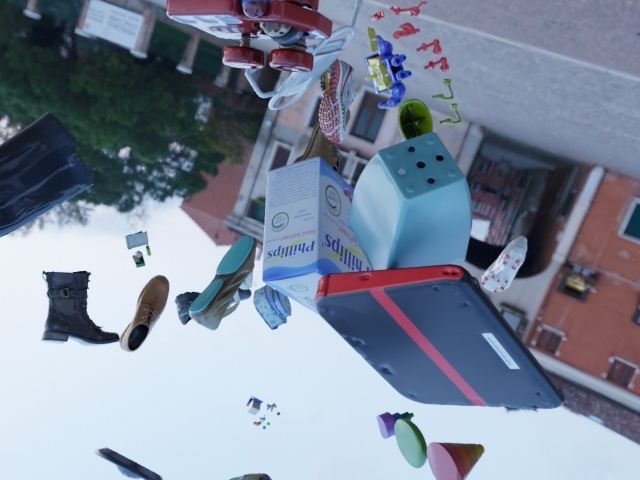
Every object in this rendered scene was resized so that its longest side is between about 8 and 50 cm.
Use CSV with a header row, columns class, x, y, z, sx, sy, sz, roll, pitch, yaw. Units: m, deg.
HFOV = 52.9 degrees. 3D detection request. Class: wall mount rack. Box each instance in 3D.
class,x,y,z,sx,sy,sz,roll,pitch,yaw
wall mount rack,-0.019,-0.487,1.651,0.304,0.350,0.130,-27,-95,-40

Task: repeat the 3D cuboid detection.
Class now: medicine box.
class,x,y,z,sx,sy,sz,roll,pitch,yaw
medicine box,0.000,0.000,1.512,0.149,0.289,0.263,-14,151,27

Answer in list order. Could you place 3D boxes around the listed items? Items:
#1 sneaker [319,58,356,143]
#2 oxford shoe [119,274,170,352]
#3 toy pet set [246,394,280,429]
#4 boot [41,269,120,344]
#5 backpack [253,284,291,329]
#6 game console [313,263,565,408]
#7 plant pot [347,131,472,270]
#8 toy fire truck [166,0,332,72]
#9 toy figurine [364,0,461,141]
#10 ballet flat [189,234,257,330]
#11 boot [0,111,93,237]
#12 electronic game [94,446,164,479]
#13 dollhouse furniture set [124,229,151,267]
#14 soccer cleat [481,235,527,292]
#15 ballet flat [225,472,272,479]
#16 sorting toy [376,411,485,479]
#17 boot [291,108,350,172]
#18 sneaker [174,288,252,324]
class,x,y,z,sx,sy,sz,roll,pitch,yaw
sneaker,0.056,-0.368,1.696,0.092,0.225,0.088,4,178,-35
oxford shoe,-0.434,0.188,1.629,0.076,0.212,0.076,27,167,-23
toy pet set,-0.220,0.630,2.401,0.114,0.122,0.065,30,-146,-18
boot,-0.727,0.204,1.973,0.263,0.229,0.091,14,160,-38
backpack,-0.137,0.182,1.860,0.114,0.084,0.105,53,-166,-26
game console,0.201,0.180,1.146,0.342,0.060,0.386,-12,132,42
plant pot,0.155,-0.060,1.085,0.165,0.234,0.166,-20,-119,-11
toy fire truck,-0.143,-0.469,1.383,0.302,0.169,0.254,10,-172,24
toy figurine,0.219,-0.450,1.768,0.191,0.362,0.217,-27,-164,-12
ballet flat,-0.277,0.139,1.992,0.116,0.342,0.124,-5,131,35
boot,-0.764,-0.165,1.442,0.146,0.367,0.445,27,-129,31
electronic game,-0.554,0.665,1.874,0.229,0.048,0.229,23,155,11
dollhouse furniture set,-0.626,0.017,2.205,0.076,0.152,0.058,-15,-138,-20
soccer cleat,0.455,0.063,1.575,0.068,0.076,0.196,33,148,10
ballet flat,-0.134,0.780,1.513,0.182,0.483,0.164,-16,-178,30
sorting toy,0.283,0.503,1.629,0.126,0.127,0.365,-16,-169,-23
boot,0.022,-0.243,1.771,0.115,0.305,0.112,20,163,31
sneaker,-0.364,0.222,2.214,0.267,0.106,0.101,-11,153,0
